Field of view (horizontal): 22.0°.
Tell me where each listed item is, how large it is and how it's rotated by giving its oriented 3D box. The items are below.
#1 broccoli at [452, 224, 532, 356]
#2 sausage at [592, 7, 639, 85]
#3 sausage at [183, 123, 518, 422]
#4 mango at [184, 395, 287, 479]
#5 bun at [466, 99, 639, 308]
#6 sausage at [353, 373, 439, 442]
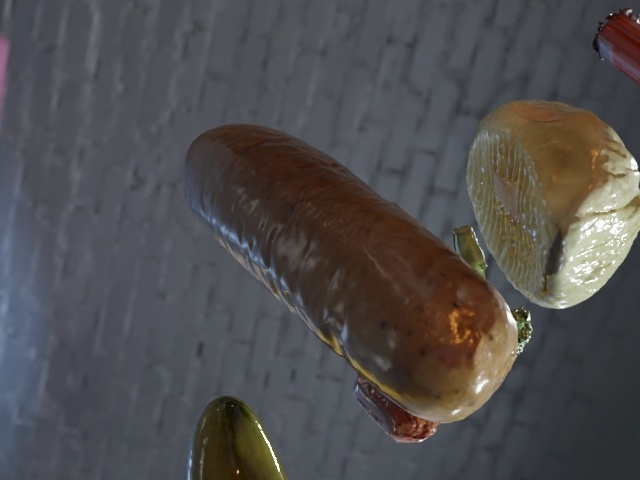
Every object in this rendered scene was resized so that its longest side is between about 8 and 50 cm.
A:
[{"bbox_3d":[0.223,0.079,2.288,0.118,0.122,0.204,-155,-134,-69],"label":"broccoli"},{"bbox_3d":[0.270,-0.146,1.334,0.050,0.048,0.145,-40,-153,4],"label":"sausage"},{"bbox_3d":[-0.002,-0.002,1.366,0.123,0.136,0.501,-51,-144,-1],"label":"sausage"},{"bbox_3d":[-0.067,0.302,1.620,0.146,0.129,0.289,43,31,-70],"label":"mango"},{"bbox_3d":[0.264,-0.042,1.780,0.244,0.153,0.244,165,-90,-78],"label":"bun"},{"bbox_3d":[0.090,0.189,1.963,0.141,0.076,0.076,36,-61,53],"label":"sausage"}]
